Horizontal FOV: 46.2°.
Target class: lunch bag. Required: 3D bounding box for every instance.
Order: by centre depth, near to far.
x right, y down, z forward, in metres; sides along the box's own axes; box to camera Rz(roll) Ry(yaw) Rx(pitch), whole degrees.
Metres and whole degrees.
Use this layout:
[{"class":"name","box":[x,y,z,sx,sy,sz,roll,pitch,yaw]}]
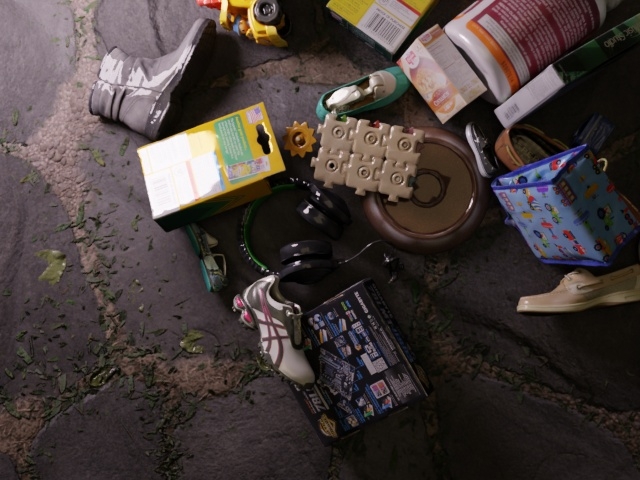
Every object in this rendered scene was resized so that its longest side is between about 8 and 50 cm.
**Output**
[{"class":"lunch bag","box":[0.501,-0.056,1.640,0.138,0.293,0.221,-41,101,-22]},{"class":"lunch bag","box":[0.627,-0.245,1.745,0.065,0.067,0.098,34,91,5]}]

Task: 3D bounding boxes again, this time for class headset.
[{"class":"headset","box":[0.000,0.000,1.763,0.394,0.185,0.243,17,84,20]}]

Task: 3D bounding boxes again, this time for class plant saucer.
[{"class":"plant saucer","box":[0.248,-0.121,1.775,0.311,0.050,0.310,0,87,3]}]

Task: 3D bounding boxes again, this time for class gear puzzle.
[{"class":"gear puzzle","box":[0.069,-0.202,1.756,0.339,0.044,0.175,13,98,15]}]

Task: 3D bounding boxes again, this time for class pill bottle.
[{"class":"pill bottle","box":[0.491,-0.508,1.691,0.392,0.224,0.224,-38,85,2]}]

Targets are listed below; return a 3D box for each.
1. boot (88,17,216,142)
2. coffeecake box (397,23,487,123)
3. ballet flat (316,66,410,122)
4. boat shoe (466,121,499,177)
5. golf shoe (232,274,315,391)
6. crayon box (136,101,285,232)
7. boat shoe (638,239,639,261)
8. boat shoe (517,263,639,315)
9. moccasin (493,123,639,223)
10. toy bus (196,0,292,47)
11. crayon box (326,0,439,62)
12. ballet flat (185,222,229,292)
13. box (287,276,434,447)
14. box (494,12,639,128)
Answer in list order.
[{"class":"boot","box":[-0.411,-0.422,1.806,0.223,0.118,0.338,28,85,10]},{"class":"coffeecake box","box":[0.276,-0.379,1.726,0.068,0.142,0.185,-37,90,-16]},{"class":"ballet flat","box":[0.105,-0.348,1.776,0.247,0.087,0.083,-24,83,2]},{"class":"boat shoe","box":[0.383,-0.217,1.760,0.049,0.040,0.142,-7,75,-40]},{"class":"golf shoe","box":[-0.084,0.206,1.668,0.120,0.105,0.273,-40,75,15]},{"class":"crayon box","box":[-0.249,-0.171,1.762,0.323,0.083,0.203,-20,65,4]},{"class":"boat shoe","box":[0.796,-0.043,1.715,0.088,0.096,0.267,10,81,-32]},{"class":"boat shoe","box":[0.592,0.113,1.713,0.302,0.109,0.098,-8,81,-2]},{"class":"moccasin","box":[0.570,-0.137,1.703,0.380,0.147,0.139,44,91,5]},{"class":"toy bus","box":[-0.184,-0.563,1.779,0.211,0.149,0.220,-9,88,7]},{"class":"crayon box","box":[0.188,-0.614,1.787,0.202,0.081,0.318,38,91,5]},{"class":"ballet flat","box":[-0.268,0.031,1.801,0.070,0.070,0.188,-20,88,3]},{"class":"box","box":[0.060,0.280,1.710,0.293,0.073,0.295,-33,84,24]},{"class":"box","box":[0.557,-0.371,1.624,0.322,0.232,0.058,-33,87,-21]}]
